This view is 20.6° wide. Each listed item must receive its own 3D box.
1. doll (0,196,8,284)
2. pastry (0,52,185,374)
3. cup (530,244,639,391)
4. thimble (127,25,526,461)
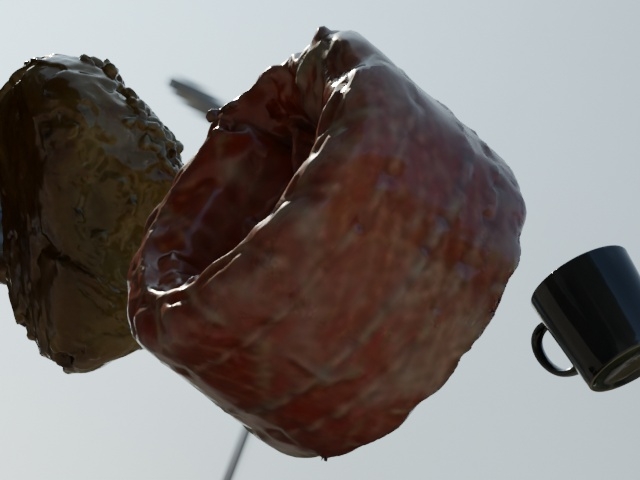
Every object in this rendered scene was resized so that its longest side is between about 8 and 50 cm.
[{"bbox_3d":[-0.396,-0.087,1.843,0.209,0.318,0.340,-33,-31,13],"label":"doll"},{"bbox_3d":[-0.213,-0.030,1.687,0.162,0.311,0.255,-9,24,-27],"label":"pastry"},{"bbox_3d":[0.192,0.063,1.233,0.078,0.077,0.100,1,-38,-45],"label":"cup"},{"bbox_3d":[0.000,0.000,1.081,0.162,0.239,0.239,36,-30,-23],"label":"thimble"}]
